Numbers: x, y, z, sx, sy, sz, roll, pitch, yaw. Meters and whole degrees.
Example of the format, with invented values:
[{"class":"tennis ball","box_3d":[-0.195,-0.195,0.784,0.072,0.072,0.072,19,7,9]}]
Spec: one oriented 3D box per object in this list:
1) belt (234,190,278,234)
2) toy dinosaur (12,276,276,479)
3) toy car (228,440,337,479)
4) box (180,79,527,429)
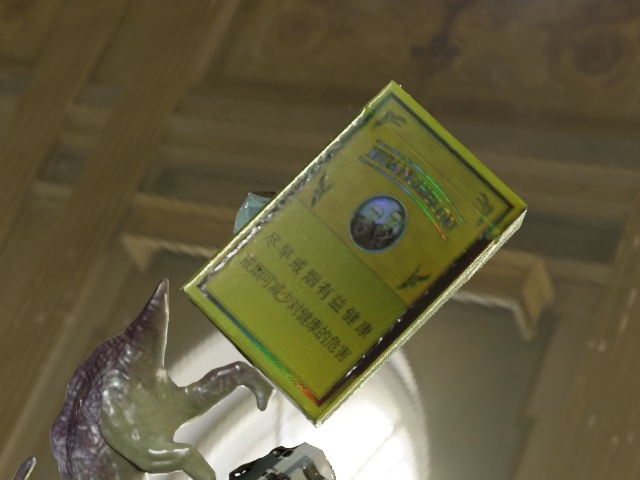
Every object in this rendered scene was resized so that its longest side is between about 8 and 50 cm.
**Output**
[{"class":"belt","box_3d":[0.000,0.000,1.744,0.198,0.078,0.151,13,11,-13]},{"class":"toy dinosaur","box_3d":[-0.165,0.183,1.348,0.162,0.294,0.077,32,2,7]},{"class":"toy car","box_3d":[-0.040,0.375,1.758,0.118,0.193,0.301,17,-52,39]},{"class":"box","box_3d":[0.026,0.010,1.129,0.141,0.220,0.064,45,-8,9]}]
